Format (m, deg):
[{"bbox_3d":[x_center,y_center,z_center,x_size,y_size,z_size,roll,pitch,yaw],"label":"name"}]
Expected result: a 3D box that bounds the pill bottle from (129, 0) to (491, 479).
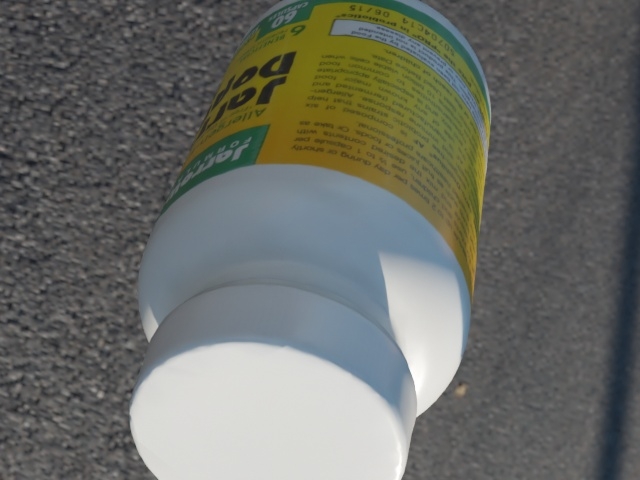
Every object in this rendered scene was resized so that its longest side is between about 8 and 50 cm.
[{"bbox_3d":[0.000,0.000,0.453,0.208,0.118,0.117,-74,154,-51],"label":"pill bottle"}]
